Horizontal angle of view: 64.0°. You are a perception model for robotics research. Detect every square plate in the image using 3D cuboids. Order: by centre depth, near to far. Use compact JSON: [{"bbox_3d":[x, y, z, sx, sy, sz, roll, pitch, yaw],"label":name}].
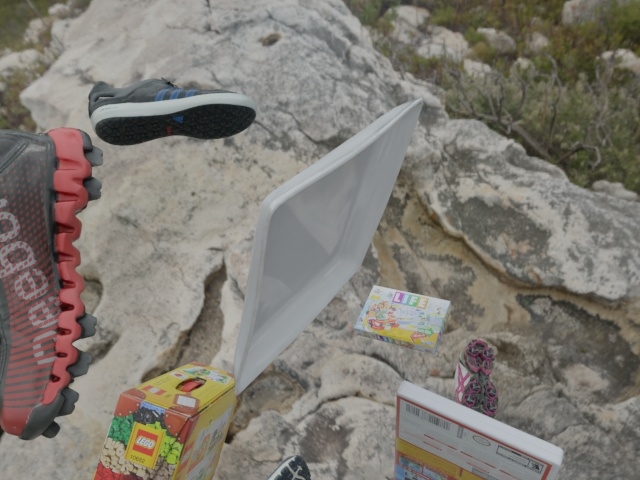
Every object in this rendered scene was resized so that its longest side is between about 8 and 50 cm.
[{"bbox_3d":[0.000,0.000,0.697,0.049,0.343,0.347,33,45,17],"label":"square plate"}]

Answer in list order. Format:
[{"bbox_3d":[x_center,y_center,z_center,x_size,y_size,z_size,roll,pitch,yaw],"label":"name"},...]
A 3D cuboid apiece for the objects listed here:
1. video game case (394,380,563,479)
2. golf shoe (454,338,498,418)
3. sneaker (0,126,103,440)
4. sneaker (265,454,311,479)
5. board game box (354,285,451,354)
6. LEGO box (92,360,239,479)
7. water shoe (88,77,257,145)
[{"bbox_3d":[0.201,0.323,0.719,0.204,0.285,0.025,19,47,25],"label":"video game case"},{"bbox_3d":[0.287,0.282,0.960,0.068,0.086,0.186,19,47,2],"label":"golf shoe"},{"bbox_3d":[-0.265,0.027,0.431,0.098,0.135,0.275,-18,71,48],"label":"sneaker"},{"bbox_3d":[-0.123,0.468,0.831,0.122,0.110,0.283,-5,34,42],"label":"sneaker"},{"bbox_3d":[0.153,0.145,0.955,0.154,0.026,0.103,9,53,29],"label":"board game box"},{"bbox_3d":[-0.420,0.584,1.457,0.193,0.500,0.372,17,87,7],"label":"LEGO box"},{"bbox_3d":[-0.179,-0.173,0.635,0.203,0.073,0.080,-10,64,-26],"label":"water shoe"}]
